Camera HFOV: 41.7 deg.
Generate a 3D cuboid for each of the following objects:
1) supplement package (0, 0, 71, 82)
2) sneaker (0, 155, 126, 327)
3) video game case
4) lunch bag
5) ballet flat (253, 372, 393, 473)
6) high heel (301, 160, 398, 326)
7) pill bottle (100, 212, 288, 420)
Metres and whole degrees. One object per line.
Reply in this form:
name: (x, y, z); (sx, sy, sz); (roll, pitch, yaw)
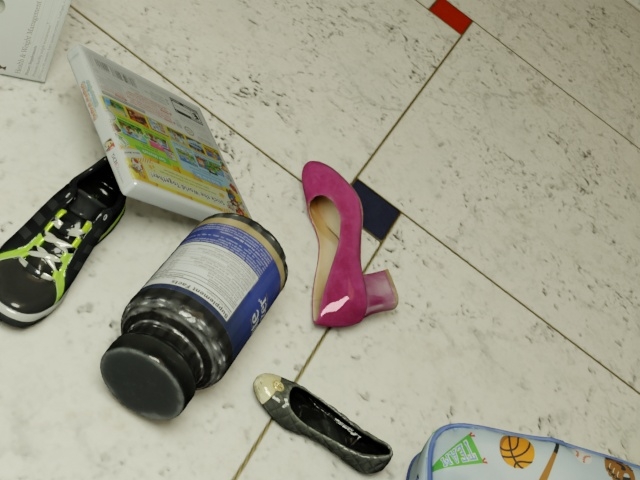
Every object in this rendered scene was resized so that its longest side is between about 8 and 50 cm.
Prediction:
supplement package: (-0.403, -0.320, 0.980); (0.203, 0.194, 0.149); (8, 50, -29)
sneaker: (-0.270, -0.015, 0.877); (0.084, 0.097, 0.235); (31, 43, -8)
video game case: (-0.185, -0.113, 1.004); (0.227, 0.026, 0.206); (22, 36, -58)
lunch bag: (0.220, 0.330, 0.870); (0.303, 0.115, 0.243); (12, 53, -6)
ballet flat: (0.004, 0.194, 0.919); (0.173, 0.049, 0.057); (34, 41, -5)
high heel: (0.000, 0.000, 1.076); (0.117, 0.082, 0.244); (-10, 65, -31)
pill bottle: (-0.129, 0.076, 0.876); (0.122, 0.123, 0.219); (36, 43, -2)
